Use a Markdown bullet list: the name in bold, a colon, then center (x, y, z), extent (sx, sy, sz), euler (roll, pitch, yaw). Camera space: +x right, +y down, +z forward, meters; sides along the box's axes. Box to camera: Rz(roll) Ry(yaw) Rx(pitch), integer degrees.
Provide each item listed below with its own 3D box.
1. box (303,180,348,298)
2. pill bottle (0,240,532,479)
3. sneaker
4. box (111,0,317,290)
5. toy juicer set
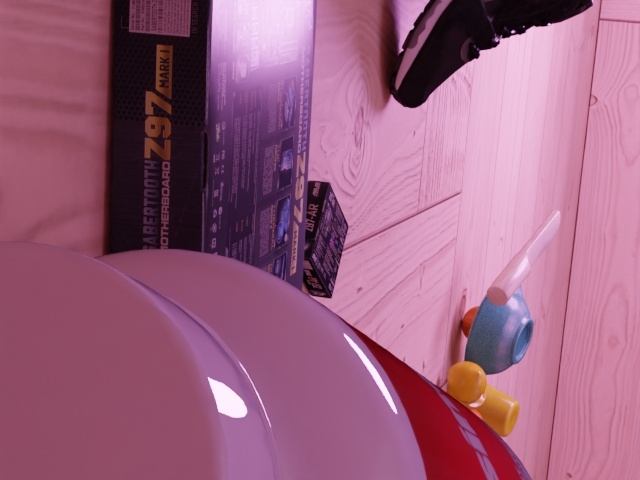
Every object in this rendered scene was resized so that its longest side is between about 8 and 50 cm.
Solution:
- **box**: center (0.000, 0.000, 1.101), extent (0.083, 0.018, 0.067), euler (63, 38, -64)
- **pill bottle**: center (-0.041, 0.137, 0.605), extent (0.407, 0.229, 0.229), euler (39, 59, -64)
- **sneaker**: center (0.177, -0.221, 1.258), extent (0.283, 0.124, 0.107), euler (-55, 179, 14)
- **box**: center (-0.057, -0.060, 0.797), extent (0.183, 0.059, 0.233), euler (-33, 129, -68)
- **toy juicer set**: center (0.211, 0.125, 1.806), extent (0.209, 0.089, 0.329), euler (-24, 129, -57)
